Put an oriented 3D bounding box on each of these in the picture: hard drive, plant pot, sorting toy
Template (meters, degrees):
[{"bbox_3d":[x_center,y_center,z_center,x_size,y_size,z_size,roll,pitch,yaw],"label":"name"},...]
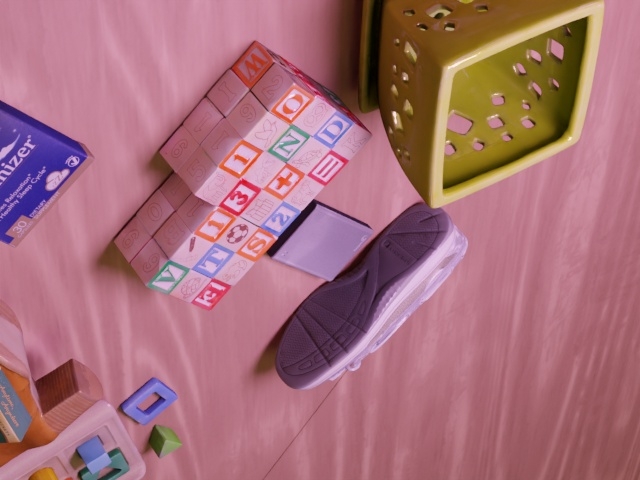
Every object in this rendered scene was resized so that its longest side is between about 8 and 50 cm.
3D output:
[{"bbox_3d":[0.000,0.000,1.992,0.094,0.022,0.135,-49,144,13],"label":"hard drive"},{"bbox_3d":[0.168,-0.211,1.752,0.228,0.207,0.227,-23,141,-21],"label":"plant pot"},{"bbox_3d":[-0.329,0.317,2.020,0.348,0.047,0.196,-32,144,-11],"label":"sorting toy"}]

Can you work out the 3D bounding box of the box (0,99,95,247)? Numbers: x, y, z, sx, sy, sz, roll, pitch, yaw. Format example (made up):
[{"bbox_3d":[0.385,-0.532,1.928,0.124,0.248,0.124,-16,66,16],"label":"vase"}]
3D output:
[{"bbox_3d":[-0.354,-0.082,1.569,0.136,0.036,0.225,-47,143,10],"label":"box"}]

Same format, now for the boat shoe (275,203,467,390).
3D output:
[{"bbox_3d":[0.073,0.090,2.081,0.320,0.118,0.103,-47,141,0],"label":"boat shoe"}]

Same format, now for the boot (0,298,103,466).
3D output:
[{"bbox_3d":[-0.415,0.172,1.744,0.211,0.104,0.295,-33,134,15],"label":"boot"}]

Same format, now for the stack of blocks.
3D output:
[{"bbox_3d":[-0.103,-0.068,1.765,0.297,0.087,0.171,-48,144,11],"label":"stack of blocks"}]

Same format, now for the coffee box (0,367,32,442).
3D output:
[{"bbox_3d":[-0.424,0.178,1.672,0.184,0.040,0.113,-6,127,21],"label":"coffee box"}]
